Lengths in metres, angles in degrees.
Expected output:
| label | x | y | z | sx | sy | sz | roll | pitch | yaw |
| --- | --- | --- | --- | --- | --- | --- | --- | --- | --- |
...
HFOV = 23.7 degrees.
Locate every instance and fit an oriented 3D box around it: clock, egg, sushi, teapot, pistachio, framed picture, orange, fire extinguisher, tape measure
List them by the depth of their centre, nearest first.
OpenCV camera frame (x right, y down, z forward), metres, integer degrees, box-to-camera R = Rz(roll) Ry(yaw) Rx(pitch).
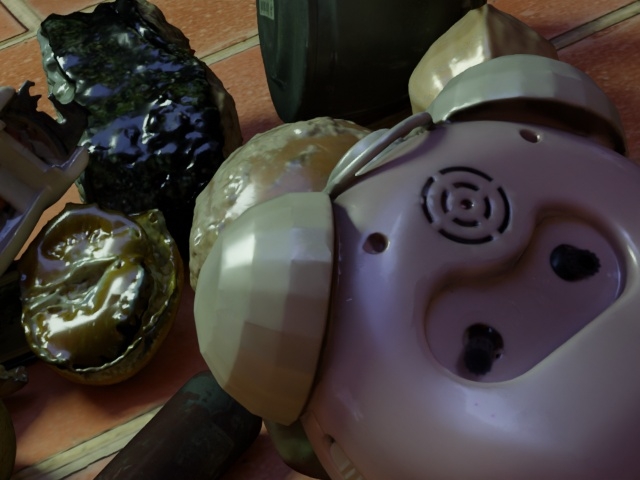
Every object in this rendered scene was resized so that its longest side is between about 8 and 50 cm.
| label | x | y | z | sx | sy | sz | roll | pitch | yaw |
| --- | --- | --- | --- | --- | --- | --- | --- | --- | --- |
| clock | 0.122 | 0.058 | 0.976 | 0.342 | 0.184 | 0.326 | -31 | 70 | -33 |
| fire extinguisher | -0.104 | 0.173 | 1.143 | 0.089 | 0.072 | 0.268 | 35 | 48 | 11 |
| egg | 0.000 | 0.000 | 1.251 | 0.203 | 0.203 | 0.245 | 4 | 25 | 32 |
| orange | -0.189 | 0.051 | 1.333 | 0.160 | 0.112 | 0.170 | 26 | 60 | 28 |
| tape measure | -0.351 | -0.020 | 1.397 | 0.258 | 0.130 | 0.265 | -7 | 46 | 59 |
| framed picture | -0.335 | 0.086 | 1.458 | 0.199 | 0.010 | 0.195 | -22 | 30 | -8 |
| pistachio | 0.160 | -0.152 | 1.472 | 0.157 | 0.157 | 0.229 | -12 | 14 | 9 |
| sushi | -0.173 | -0.111 | 1.523 | 0.170 | 0.211 | 0.350 | -17 | 35 | -10 |
| teapot | 0.060 | -0.283 | 1.598 | 0.239 | 0.322 | 0.239 | -6 | 36 | -13 |

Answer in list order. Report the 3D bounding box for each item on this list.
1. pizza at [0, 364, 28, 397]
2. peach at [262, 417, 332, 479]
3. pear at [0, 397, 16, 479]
| label | x | y | z | sx | sy | sz | roll | pitch | yaw |
| --- | --- | --- | --- | --- | --- | --- | --- | --- | --- |
| pizza | -0.335 | 0.126 | 1.309 | 0.160 | 0.099 | 0.036 | -18 | 61 | 1 |
| peach | 0.046 | 0.121 | 1.103 | 0.152 | 0.152 | 0.152 | -12 | 30 | 7 |
| pear | -0.323 | 0.163 | 1.192 | 0.167 | 0.137 | 0.167 | -10 | 36 | 7 |
